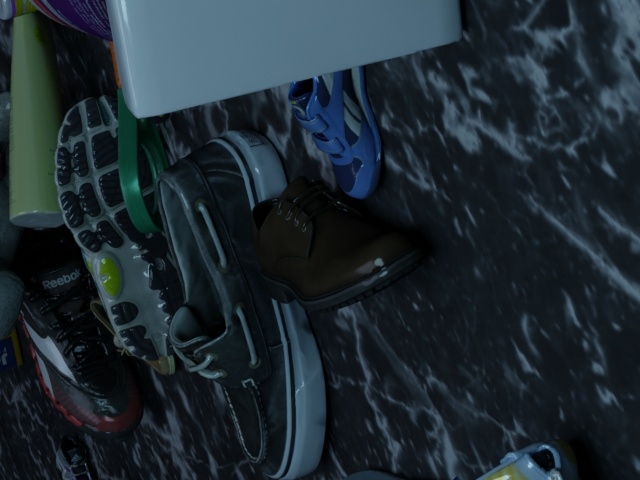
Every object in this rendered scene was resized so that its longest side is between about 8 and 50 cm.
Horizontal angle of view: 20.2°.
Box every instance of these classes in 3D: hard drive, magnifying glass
[{"bbox_3d":[-0.038,-0.271,1.123,0.047,0.233,0.353,-134,33,-61],"label":"hard drive"},{"bbox_3d":[-0.176,-0.121,1.688,0.092,0.026,0.231,-27,-71,-74],"label":"magnifying glass"}]

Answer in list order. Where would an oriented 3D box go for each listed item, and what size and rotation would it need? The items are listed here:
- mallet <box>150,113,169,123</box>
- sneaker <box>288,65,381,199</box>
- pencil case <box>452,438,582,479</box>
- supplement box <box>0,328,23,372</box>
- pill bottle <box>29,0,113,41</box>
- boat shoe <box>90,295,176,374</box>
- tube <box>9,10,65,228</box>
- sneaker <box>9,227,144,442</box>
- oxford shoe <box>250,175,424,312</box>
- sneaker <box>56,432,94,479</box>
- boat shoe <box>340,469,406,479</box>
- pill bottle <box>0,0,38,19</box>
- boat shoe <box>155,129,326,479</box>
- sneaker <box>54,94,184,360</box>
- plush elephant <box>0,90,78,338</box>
[{"bbox_3d":[-0.170,-0.184,1.629,0.039,0.062,0.190,39,141,43],"label":"mallet"},{"bbox_3d":[0.006,-0.096,1.364,0.053,0.059,0.144,15,124,57],"label":"sneaker"},{"bbox_3d":[0.188,0.269,1.225,0.124,0.113,0.273,-47,65,40],"label":"pencil case"},{"bbox_3d":[-0.540,0.009,2.321,0.195,0.194,0.356,29,134,53],"label":"supplement box"},{"bbox_3d":[-0.103,-0.225,1.339,0.323,0.181,0.181,25,130,55],"label":"pill bottle"},{"bbox_3d":[-0.200,0.101,1.910,0.135,0.045,0.050,44,145,41],"label":"boat shoe"},{"bbox_3d":[-0.284,-0.134,1.803,0.070,0.062,0.240,-26,64,54],"label":"tube"},{"bbox_3d":[-0.277,0.092,1.984,0.276,0.097,0.135,60,159,19],"label":"sneaker"},{"bbox_3d":[0.000,0.000,1.406,0.227,0.083,0.096,4,120,60],"label":"oxford shoe"},{"bbox_3d":[-0.305,0.284,2.249,0.098,0.038,0.069,51,150,31],"label":"sneaker"},{"bbox_3d":[0.079,0.243,1.468,0.076,0.083,0.226,63,167,-14],"label":"boat shoe"},{"bbox_3d":[-0.282,-0.248,1.769,0.043,0.083,0.043,43,144,43],"label":"pill bottle"},{"bbox_3d":[-0.082,0.069,1.581,0.121,0.119,0.335,22,128,56],"label":"boat shoe"},{"bbox_3d":[-0.207,-0.011,1.789,0.110,0.107,0.275,-149,44,-65],"label":"sneaker"},{"bbox_3d":[-0.442,-0.059,1.920,0.330,0.255,0.272,-2,67,64],"label":"plush elephant"}]
